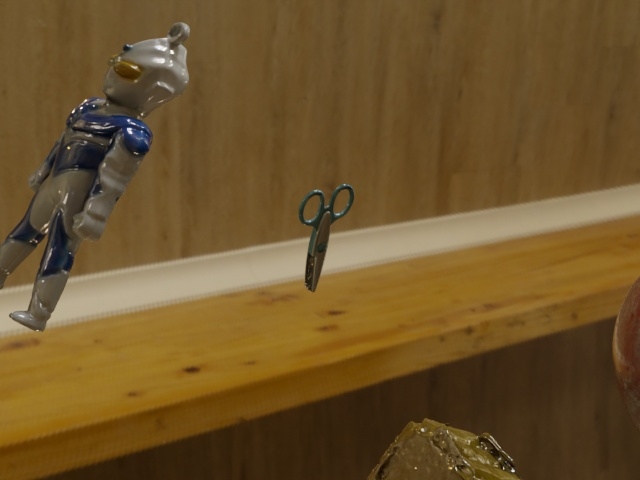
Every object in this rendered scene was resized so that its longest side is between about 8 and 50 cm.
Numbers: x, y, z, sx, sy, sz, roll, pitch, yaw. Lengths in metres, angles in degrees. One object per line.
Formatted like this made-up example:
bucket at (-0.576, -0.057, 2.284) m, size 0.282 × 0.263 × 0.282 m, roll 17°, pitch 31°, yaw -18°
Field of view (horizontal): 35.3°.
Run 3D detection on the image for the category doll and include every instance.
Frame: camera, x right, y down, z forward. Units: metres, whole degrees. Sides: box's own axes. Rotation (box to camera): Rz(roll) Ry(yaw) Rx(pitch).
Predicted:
doll at (-0.159, -0.056, 0.686) m, size 0.057 × 0.114 × 0.227 m, roll 36°, pitch -94°, yaw -37°

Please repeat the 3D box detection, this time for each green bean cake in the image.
green bean cake at (0.157, 0.358, 1.215) m, size 0.131 × 0.230 × 0.224 m, roll 20°, pitch -72°, yaw -41°

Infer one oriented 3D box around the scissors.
scissors at (0.000, 0.000, 0.924) m, size 0.058 × 0.014 × 0.119 m, roll -14°, pitch -46°, yaw -29°

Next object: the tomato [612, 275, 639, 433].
tomato at (0.526, 0.147, 1.260) m, size 0.317 × 0.316 × 0.282 m, roll -56°, pitch -17°, yaw -8°
